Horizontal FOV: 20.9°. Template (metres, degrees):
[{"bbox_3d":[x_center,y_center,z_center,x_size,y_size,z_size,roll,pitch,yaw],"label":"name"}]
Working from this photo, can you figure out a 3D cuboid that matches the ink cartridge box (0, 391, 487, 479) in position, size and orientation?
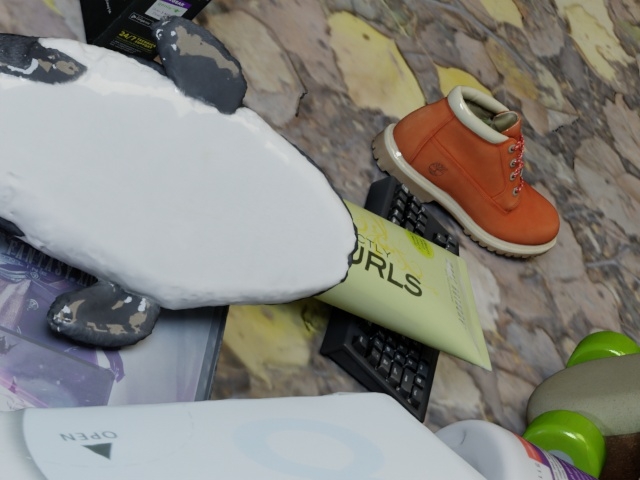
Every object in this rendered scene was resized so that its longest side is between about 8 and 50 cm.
[{"bbox_3d":[-0.014,0.167,0.521,0.308,0.091,0.385,2,19,-33],"label":"ink cartridge box"}]

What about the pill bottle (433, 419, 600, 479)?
[{"bbox_3d":[0.134,0.181,0.941,0.193,0.108,0.108,30,38,-28],"label":"pill bottle"}]

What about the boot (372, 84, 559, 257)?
[{"bbox_3d":[0.121,-0.046,1.176,0.158,0.084,0.059,31,36,-30],"label":"boot"}]

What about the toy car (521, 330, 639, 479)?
[{"bbox_3d":[0.217,0.165,1.076,0.155,0.149,0.188,-42,119,-61],"label":"toy car"}]

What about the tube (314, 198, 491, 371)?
[{"bbox_3d":[0.000,0.000,0.987,0.240,0.062,0.070,25,77,-28],"label":"tube"}]

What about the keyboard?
[{"bbox_3d":[0.040,0.023,1.066,0.108,0.023,0.180,40,33,-15],"label":"keyboard"}]

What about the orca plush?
[{"bbox_3d":[-0.130,-0.029,0.808,0.287,0.102,0.151,0,92,-22],"label":"orca plush"}]

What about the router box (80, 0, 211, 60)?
[{"bbox_3d":[-0.096,-0.212,1.032,0.046,0.133,0.179,18,45,-39],"label":"router box"}]

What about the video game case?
[{"bbox_3d":[-0.141,0.040,0.785,0.196,0.026,0.274,24,40,-12],"label":"video game case"}]
